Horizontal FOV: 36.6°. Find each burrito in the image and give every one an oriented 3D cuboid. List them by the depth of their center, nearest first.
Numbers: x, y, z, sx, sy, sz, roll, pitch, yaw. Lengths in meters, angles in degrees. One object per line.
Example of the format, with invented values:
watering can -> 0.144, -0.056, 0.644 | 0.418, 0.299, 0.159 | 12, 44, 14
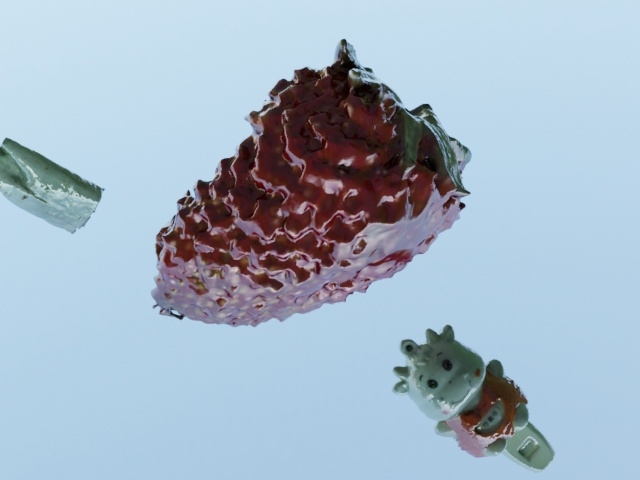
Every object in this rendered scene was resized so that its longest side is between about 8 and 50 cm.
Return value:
burrito -> -0.264, -0.051, 0.905 | 0.118, 0.074, 0.044 | 30, -133, -37

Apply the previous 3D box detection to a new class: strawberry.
strawberry -> 0.000, 0.000, 0.860 | 0.306, 0.233, 0.138 | -49, -139, 10

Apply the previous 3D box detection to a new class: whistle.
whistle -> 0.183, 0.195, 1.142 | 0.253, 0.101, 0.106 | 41, -149, -19
